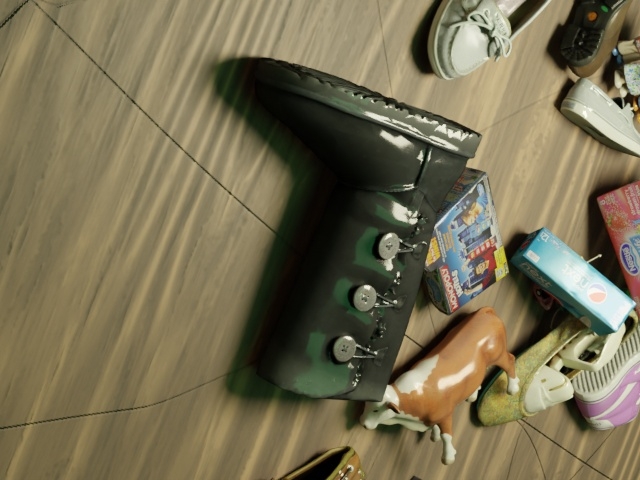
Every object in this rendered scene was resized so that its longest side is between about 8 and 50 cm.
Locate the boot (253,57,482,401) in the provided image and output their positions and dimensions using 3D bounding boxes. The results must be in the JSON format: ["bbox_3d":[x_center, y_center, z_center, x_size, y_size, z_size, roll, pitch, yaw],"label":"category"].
[{"bbox_3d":[0.002,0.001,1.612,0.367,0.146,0.445,17,103,-26],"label":"boot"}]

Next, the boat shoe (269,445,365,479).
[{"bbox_3d":[-0.057,0.404,1.696,0.307,0.111,0.104,-23,113,-43],"label":"boat shoe"}]

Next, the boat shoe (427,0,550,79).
[{"bbox_3d":[0.287,-0.366,1.741,0.320,0.103,0.118,-44,125,-21],"label":"boat shoe"}]

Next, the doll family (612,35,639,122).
[{"bbox_3d":[0.624,-0.263,1.978,0.263,0.163,0.118,47,48,-38],"label":"doll family"}]

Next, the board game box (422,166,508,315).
[{"bbox_3d":[0.201,0.012,1.810,0.194,0.060,0.194,-31,120,-27],"label":"board game box"}]

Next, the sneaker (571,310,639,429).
[{"bbox_3d":[0.606,0.250,2.183,0.282,0.102,0.161,-37,127,-12],"label":"sneaker"}]

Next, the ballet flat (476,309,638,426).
[{"bbox_3d":[0.428,0.219,1.992,0.348,0.123,0.123,-39,124,-17],"label":"ballet flat"}]

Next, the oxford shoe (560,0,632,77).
[{"bbox_3d":[0.480,-0.377,1.920,0.227,0.083,0.096,-57,147,-10],"label":"oxford shoe"}]

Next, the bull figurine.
[{"bbox_3d":[0.204,0.243,1.853,0.310,0.101,0.188,-38,124,-23],"label":"bull figurine"}]

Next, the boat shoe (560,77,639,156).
[{"bbox_3d":[0.514,-0.215,1.981,0.227,0.079,0.081,26,90,-37],"label":"boat shoe"}]

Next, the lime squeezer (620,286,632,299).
[{"bbox_3d":[0.604,0.131,2.141,0.310,0.110,0.059,-27,140,-5],"label":"lime squeezer"}]

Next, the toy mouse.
[{"bbox_3d":[0.424,0.090,2.026,0.161,0.031,0.143,-2,110,-35],"label":"toy mouse"}]

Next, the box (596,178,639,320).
[{"bbox_3d":[0.614,0.015,2.020,0.128,0.123,0.256,-11,80,-47],"label":"box"}]

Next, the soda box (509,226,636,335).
[{"bbox_3d":[0.432,0.072,1.935,0.210,0.071,0.067,40,75,-2],"label":"soda box"}]

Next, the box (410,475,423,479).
[{"bbox_3d":[0.173,0.456,1.919,0.062,0.052,0.083,-43,124,-22],"label":"box"}]
